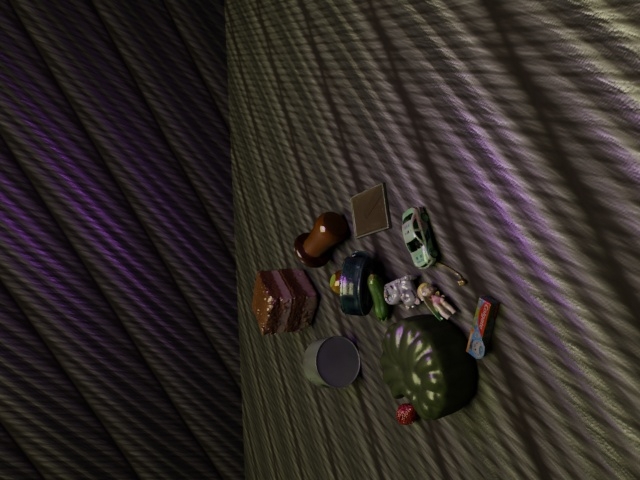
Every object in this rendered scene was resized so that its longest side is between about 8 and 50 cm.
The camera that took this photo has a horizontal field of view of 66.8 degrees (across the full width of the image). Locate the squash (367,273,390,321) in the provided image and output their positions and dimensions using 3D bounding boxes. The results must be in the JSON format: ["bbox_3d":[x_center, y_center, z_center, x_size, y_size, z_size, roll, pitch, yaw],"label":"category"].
[{"bbox_3d":[0.235,0.226,1.937,0.068,0.077,0.219,2,118,34],"label":"squash"}]

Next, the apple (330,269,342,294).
[{"bbox_3d":[0.101,0.188,2.202,0.114,0.099,0.102,-86,17,-45],"label":"apple"}]

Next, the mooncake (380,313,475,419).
[{"bbox_3d":[0.354,0.425,1.664,0.351,0.187,0.351,177,90,-64],"label":"mooncake"}]

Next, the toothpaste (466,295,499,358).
[{"bbox_3d":[0.508,0.273,1.500,0.070,0.044,0.193,36,125,54],"label":"toothpaste"}]

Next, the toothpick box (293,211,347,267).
[{"bbox_3d":[0.000,0.000,2.286,0.294,0.192,0.192,-49,51,44],"label":"toothpick box"}]

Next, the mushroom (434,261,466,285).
[{"bbox_3d":[0.408,0.085,1.694,0.026,0.028,0.286,52,174,-36],"label":"mushroom"}]

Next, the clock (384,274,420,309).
[{"bbox_3d":[0.308,0.206,1.828,0.176,0.080,0.117,-36,61,57],"label":"clock"}]

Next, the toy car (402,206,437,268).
[{"bbox_3d":[0.343,-0.010,1.724,0.090,0.076,0.224,-39,53,51],"label":"toy car"}]

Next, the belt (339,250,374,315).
[{"bbox_3d":[0.158,0.175,1.985,0.116,0.206,0.268,1,89,24],"label":"belt"}]

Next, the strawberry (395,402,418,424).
[{"bbox_3d":[0.333,0.655,1.847,0.096,0.083,0.083,-61,42,36],"label":"strawberry"}]

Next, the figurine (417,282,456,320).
[{"bbox_3d":[0.396,0.211,1.677,0.187,0.083,0.083,44,131,50],"label":"figurine"}]

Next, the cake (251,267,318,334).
[{"bbox_3d":[-0.194,0.317,2.569,0.282,0.290,0.256,55,138,46],"label":"cake"}]

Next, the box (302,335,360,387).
[{"bbox_3d":[0.048,0.553,2.208,0.149,0.226,0.226,-31,66,60],"label":"box"}]

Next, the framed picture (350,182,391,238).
[{"bbox_3d":[0.206,-0.120,2.050,0.265,0.018,0.192,-19,77,62],"label":"framed picture"}]
